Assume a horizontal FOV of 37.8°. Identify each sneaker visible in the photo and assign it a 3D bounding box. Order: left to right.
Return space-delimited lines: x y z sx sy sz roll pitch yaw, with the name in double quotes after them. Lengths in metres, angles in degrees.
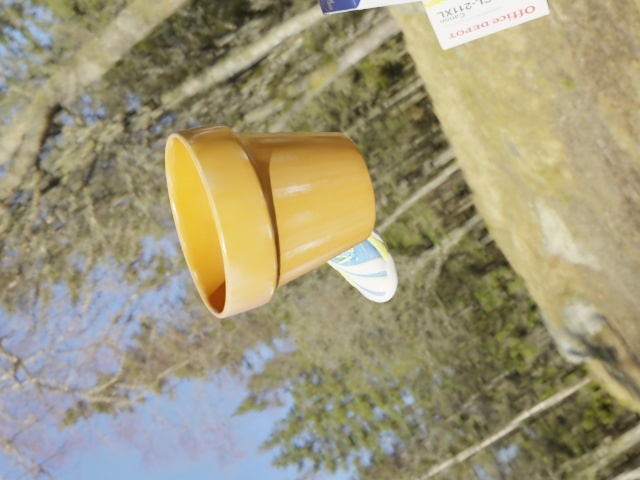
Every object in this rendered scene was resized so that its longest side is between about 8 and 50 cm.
0.000 0.000 1.284 0.126 0.091 0.240 -13 -129 -35 "sneaker"

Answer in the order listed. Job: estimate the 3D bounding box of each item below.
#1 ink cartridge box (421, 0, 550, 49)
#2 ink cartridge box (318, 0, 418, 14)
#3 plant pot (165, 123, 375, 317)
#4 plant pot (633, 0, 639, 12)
0.160 -0.304 0.993 0.175 0.128 0.072 54 -154 -46 "ink cartridge box"
0.150 -0.387 1.257 0.165 0.333 0.065 -106 8 -47 "ink cartridge box"
-0.050 -0.038 1.028 0.205 0.188 0.205 165 90 -71 "plant pot"
0.283 -0.200 0.581 0.237 0.237 0.254 57 -145 7 "plant pot"
